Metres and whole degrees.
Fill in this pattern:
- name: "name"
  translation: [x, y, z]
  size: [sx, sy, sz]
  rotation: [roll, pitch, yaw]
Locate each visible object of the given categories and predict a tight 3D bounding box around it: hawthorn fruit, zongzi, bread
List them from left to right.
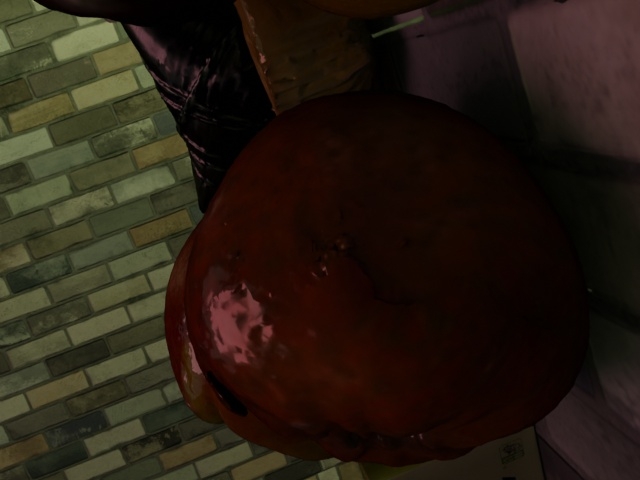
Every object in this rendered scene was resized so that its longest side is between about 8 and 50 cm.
- name: "zongzi"
  translation: [-0.155, -0.250, 0.974]
  size: [0.362, 0.319, 0.383]
  rotation: [29, 167, -9]
- name: "bread"
  translation: [-0.019, -0.226, 0.727]
  size: [0.179, 0.133, 0.250]
  rotation: [84, 165, -73]
- name: "hawthorn fruit"
  translation: [0.036, 0.005, 0.505]
  size: [0.276, 0.275, 0.308]
  rotation: [77, -177, -55]

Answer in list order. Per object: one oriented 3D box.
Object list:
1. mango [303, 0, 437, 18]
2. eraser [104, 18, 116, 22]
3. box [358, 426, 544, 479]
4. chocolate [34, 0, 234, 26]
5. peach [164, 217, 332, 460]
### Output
- name: "mango"
  translation: [0.028, -0.212, 0.280]
  size: [0.193, 0.146, 0.316]
  rotation: [61, 168, 4]
- name: "eraser"
  translation: [-0.281, -0.463, 1.099]
  size: [0.331, 0.149, 0.331]
  rotation: [49, 152, 37]
- name: "box"
  translation: [0.157, 0.305, 0.755]
  size: [0.062, 0.175, 0.261]
  rotation: [-122, 13, -65]
- name: "chocolate"
  translation: [-0.150, -0.337, 0.512]
  size: [0.331, 0.383, 0.384]
  rotation: [70, 176, -50]
- name: "peach"
  translation: [-0.007, 0.061, 0.754]
  size: [0.307, 0.333, 0.308]
  rotation: [32, 171, 6]
